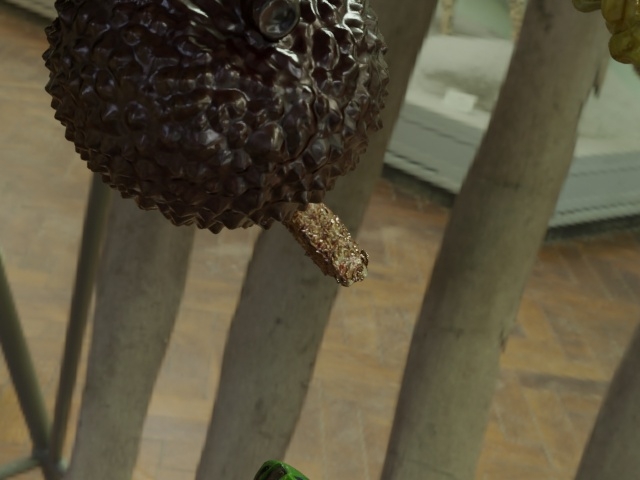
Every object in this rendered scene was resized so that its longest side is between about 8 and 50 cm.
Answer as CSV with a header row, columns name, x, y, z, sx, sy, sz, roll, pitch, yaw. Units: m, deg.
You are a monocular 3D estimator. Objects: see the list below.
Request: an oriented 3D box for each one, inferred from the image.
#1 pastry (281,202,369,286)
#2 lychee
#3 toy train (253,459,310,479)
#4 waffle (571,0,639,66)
name,x,y,z,sx,sy,sz,roll,pitch,yaw
pastry,0.002,-0.001,1.557,0.063,0.169,0.087,-22,20,50
lychee,-0.095,-0.148,0.929,0.306,0.306,0.330,-1,-17,-25
toy train,0.017,0.211,0.709,0.209,0.044,0.042,30,-3,36
waffle,0.396,-0.242,0.959,0.329,0.062,0.329,-3,50,4
